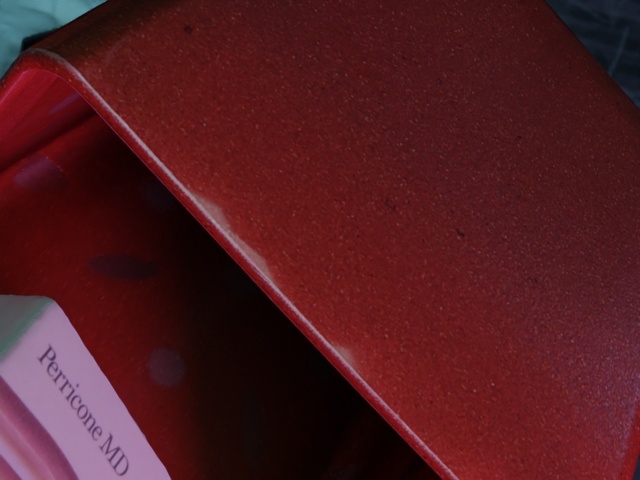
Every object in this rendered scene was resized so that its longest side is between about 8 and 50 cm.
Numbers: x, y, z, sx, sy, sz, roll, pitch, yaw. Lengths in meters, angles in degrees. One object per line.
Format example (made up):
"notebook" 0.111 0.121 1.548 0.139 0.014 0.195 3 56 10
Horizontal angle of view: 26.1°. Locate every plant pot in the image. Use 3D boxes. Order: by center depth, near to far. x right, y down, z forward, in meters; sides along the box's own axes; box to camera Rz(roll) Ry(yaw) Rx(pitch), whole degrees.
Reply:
"plant pot" 0.000 0.000 0.611 0.267 0.267 0.235 47 56 -9

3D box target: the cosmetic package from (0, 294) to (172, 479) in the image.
"cosmetic package" -0.186 0.169 0.496 0.296 0.129 0.153 -57 130 -40
